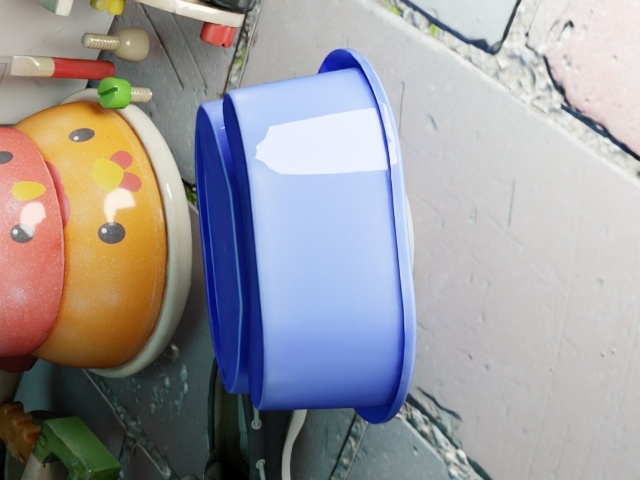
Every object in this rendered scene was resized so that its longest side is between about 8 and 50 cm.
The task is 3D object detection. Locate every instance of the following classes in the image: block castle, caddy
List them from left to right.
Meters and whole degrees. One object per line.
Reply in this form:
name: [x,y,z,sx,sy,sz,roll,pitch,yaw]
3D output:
block castle: [-0.368,0.253,1.444,0.453,0.303,0.213,40,117,33]
caddy: [0.000,0.000,1.108,0.241,0.179,0.341,-176,80,-74]

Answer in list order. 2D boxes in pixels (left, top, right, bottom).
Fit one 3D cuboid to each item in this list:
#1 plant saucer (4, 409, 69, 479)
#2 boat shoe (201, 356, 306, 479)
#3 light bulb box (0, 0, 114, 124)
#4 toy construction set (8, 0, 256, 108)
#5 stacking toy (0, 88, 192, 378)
plant saucer: [-0.354,0.366,1.680,0.278,0.041,0.278,10,103,48]
boat shoe: [-0.084,0.243,1.301,0.114,0.091,0.302,18,109,47]
light bulb box: [-0.493,-0.339,1.493,0.361,0.358,0.225,55,131,30]
toy construction set: [-0.240,-0.272,1.276,0.309,0.237,0.257,-51,61,33]
stacking toy: [-0.414,0.013,1.357,0.350,0.480,0.350,11,104,48]
